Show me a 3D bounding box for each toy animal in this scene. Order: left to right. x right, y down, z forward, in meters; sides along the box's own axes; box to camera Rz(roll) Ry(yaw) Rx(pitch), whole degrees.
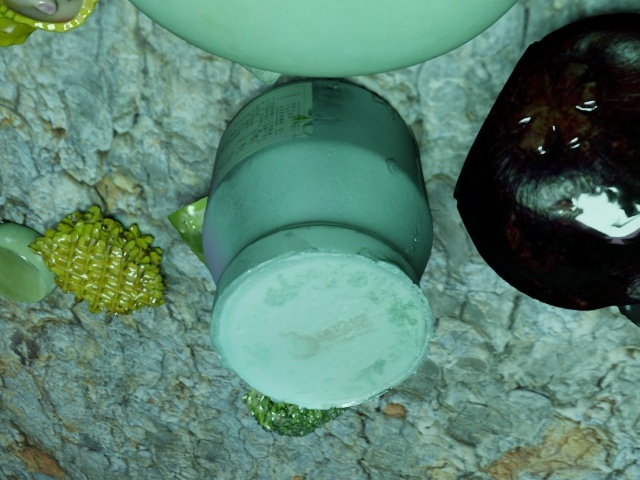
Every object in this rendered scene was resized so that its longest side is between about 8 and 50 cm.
[{"bbox_3d":[-0.326,-0.284,0.776,0.229,0.156,0.156,-14,123,29],"label":"toy animal"}]

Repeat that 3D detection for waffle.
[{"bbox_3d":[-0.325,0.039,1.115,0.193,0.070,0.197,-18,124,33],"label":"waffle"}]

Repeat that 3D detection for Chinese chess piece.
[{"bbox_3d":[-0.488,0.037,1.183,0.144,0.058,0.144,11,135,12],"label":"Chinese chess piece"}]

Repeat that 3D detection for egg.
[{"bbox_3d":[-0.012,-0.269,0.569,0.389,0.276,0.276,9,132,14],"label":"egg"}]

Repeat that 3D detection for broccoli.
[{"bbox_3d":[-0.054,0.091,0.985,0.252,0.221,0.361,26,149,52],"label":"broccoli"}]

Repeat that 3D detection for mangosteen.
[{"bbox_3d":[0.261,-0.062,0.680,0.233,0.287,0.288,21,135,17],"label":"mangosteen"}]

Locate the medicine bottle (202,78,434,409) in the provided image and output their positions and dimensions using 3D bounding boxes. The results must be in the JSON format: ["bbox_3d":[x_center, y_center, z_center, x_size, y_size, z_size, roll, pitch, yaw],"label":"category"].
[{"bbox_3d":[0.000,0.000,0.756,0.245,0.290,0.245,-1,126,-2],"label":"medicine bottle"}]

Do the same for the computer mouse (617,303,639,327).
[{"bbox_3d":[0.476,0.041,0.769,0.323,0.116,0.183,-18,126,32],"label":"computer mouse"}]

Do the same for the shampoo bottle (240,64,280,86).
[{"bbox_3d":[-0.116,-0.251,0.779,0.204,0.065,0.065,36,133,-12],"label":"shampoo bottle"}]
